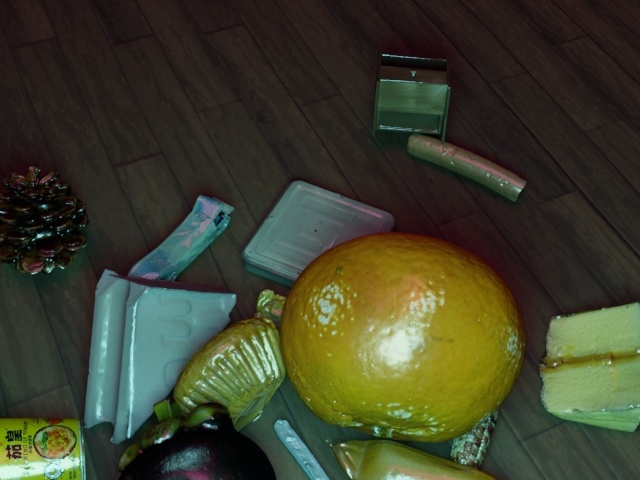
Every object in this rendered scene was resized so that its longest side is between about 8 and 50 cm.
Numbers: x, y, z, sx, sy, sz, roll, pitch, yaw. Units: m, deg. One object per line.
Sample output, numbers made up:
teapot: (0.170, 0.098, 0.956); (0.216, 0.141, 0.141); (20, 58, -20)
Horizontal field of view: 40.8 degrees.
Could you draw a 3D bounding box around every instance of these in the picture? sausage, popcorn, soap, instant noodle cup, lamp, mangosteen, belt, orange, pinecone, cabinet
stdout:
sausage: (0.159, 0.417, 1.497); (0.328, 0.112, 0.112); (17, 53, 12)
popcorn: (-0.077, 0.149, 1.716); (0.109, 0.097, 0.089); (14, 54, -8)
soap: (-0.301, 0.220, 1.648); (0.159, 0.258, 0.302); (5, 87, 42)
instant noodle cup: (-0.479, 0.382, 1.477); (0.144, 0.182, 0.182); (-4, 51, -17)
lamp: (0.000, 0.000, 1.866); (0.269, 0.047, 0.266); (20, 52, 15)
mangosteen: (-0.216, 0.396, 1.404); (0.275, 0.275, 0.302); (-17, 60, -14)
belt: (-0.295, 0.013, 1.824); (0.072, 0.087, 0.302); (24, 54, 22)
sausage: (0.337, -0.177, 2.008); (0.301, 0.066, 0.066); (27, 55, 18)
orange: (0.137, 0.181, 1.488); (0.424, 0.424, 0.326); (10, 59, 7)
pinecone: (-0.595, -0.048, 1.794); (0.221, 0.221, 0.221); (1, 51, -1)
cabinet: (0.216, -0.351, 2.052); (0.175, 0.148, 0.215); (5, 33, 3)

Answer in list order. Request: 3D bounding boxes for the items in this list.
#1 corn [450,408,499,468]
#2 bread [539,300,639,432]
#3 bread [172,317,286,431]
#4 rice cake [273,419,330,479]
corn: (0.289, 0.324, 1.598); (0.079, 0.079, 0.237); (17, 55, 12)
bread: (0.516, 0.229, 1.636); (0.178, 0.135, 0.240); (8, 54, 5)
bread: (-0.157, 0.245, 1.553); (0.240, 0.240, 0.139); (-34, 70, -25)
rice cake: (-0.027, 0.395, 1.551); (0.030, 0.042, 0.180); (-30, 57, -20)
